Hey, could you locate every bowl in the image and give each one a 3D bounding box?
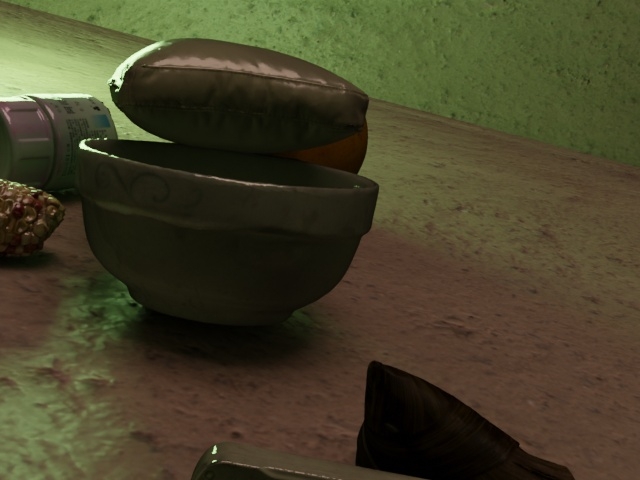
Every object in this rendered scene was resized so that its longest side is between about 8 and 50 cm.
[{"bbox_3d":[-0.103,-0.011,0.856,0.307,0.163,0.307,10,7,-1],"label":"bowl"}]

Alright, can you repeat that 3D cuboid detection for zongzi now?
[{"bbox_3d":[0.114,0.153,0.575,0.187,0.184,0.084,20,62,13],"label":"zongzi"}]

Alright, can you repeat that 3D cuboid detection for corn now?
[{"bbox_3d":[-0.417,-0.036,0.859,0.290,0.098,0.098,10,18,-22],"label":"corn"}]

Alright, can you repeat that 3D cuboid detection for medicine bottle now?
[{"bbox_3d":[-0.373,-0.129,1.103,0.135,0.135,0.168,26,24,31],"label":"medicine bottle"}]

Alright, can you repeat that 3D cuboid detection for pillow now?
[{"bbox_3d":[-0.109,-0.164,0.934,0.256,0.119,0.322,5,8,-16],"label":"pillow"}]

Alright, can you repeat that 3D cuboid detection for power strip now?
[{"bbox_3d":[0.017,0.186,0.542,0.227,0.079,0.029,13,19,-6],"label":"power strip"}]

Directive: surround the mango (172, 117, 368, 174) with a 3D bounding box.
[{"bbox_3d":[-0.078,-0.144,1.237,0.264,0.221,0.378,22,28,13],"label":"mango"}]
